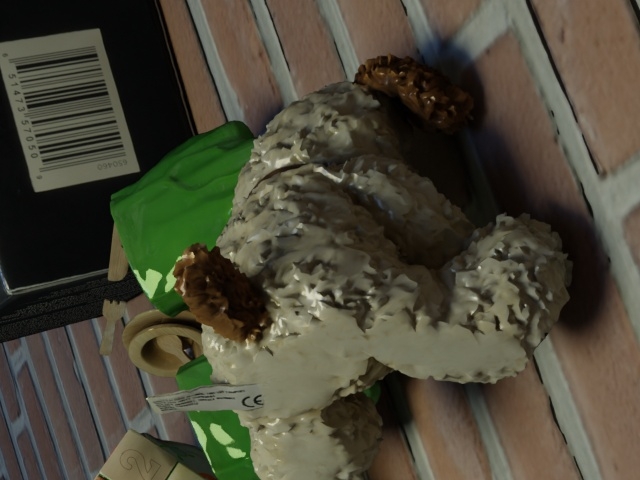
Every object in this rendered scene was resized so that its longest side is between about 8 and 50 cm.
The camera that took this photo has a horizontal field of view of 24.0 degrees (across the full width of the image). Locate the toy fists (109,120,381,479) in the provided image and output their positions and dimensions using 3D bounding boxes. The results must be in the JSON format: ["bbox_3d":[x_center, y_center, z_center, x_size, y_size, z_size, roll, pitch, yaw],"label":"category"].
[{"bbox_3d":[-0.043,0.046,1.122,0.279,0.142,0.096,67,-166,19],"label":"toy fists"}]

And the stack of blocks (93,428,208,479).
[{"bbox_3d":[-0.060,0.282,1.136,0.297,0.087,0.171,34,148,-1],"label":"stack of blocks"}]

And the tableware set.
[{"bbox_3d":[-0.119,0.061,1.276,0.194,0.128,0.039,106,166,-48],"label":"tableware set"}]

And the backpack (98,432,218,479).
[{"bbox_3d":[-0.136,0.303,1.330,0.225,0.191,0.253,132,145,-64],"label":"backpack"}]

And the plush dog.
[{"bbox_3d":[0.000,0.000,0.940,0.262,0.211,0.225,-42,30,33],"label":"plush dog"}]

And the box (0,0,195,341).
[{"bbox_3d":[-0.287,-0.071,1.453,0.395,0.212,0.293,-26,79,62],"label":"box"}]
